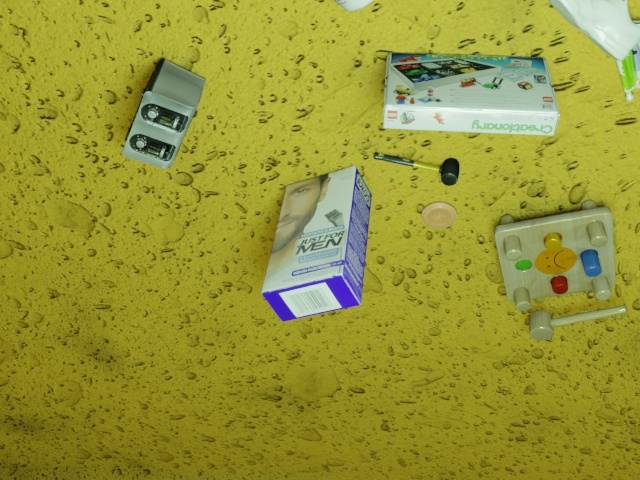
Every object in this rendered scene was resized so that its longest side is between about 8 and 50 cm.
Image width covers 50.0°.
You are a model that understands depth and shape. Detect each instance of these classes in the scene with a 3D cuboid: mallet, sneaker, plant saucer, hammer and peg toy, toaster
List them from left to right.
[{"bbox_3d":[-0.321,-0.261,1.406,0.110,0.185,0.168,22,126,-17],"label":"toaster"},{"bbox_3d":[0.214,-0.172,1.510,0.190,0.062,0.039,18,135,11],"label":"mallet"},{"bbox_3d":[0.281,-0.058,1.623,0.084,0.013,0.083,4,136,4],"label":"plant saucer"},{"bbox_3d":[0.571,0.074,1.633,0.266,0.127,0.361,-11,132,16],"label":"hammer and peg toy"},{"bbox_3d":[0.484,-0.414,1.206,0.212,0.080,0.094,32,111,-19],"label":"sneaker"}]

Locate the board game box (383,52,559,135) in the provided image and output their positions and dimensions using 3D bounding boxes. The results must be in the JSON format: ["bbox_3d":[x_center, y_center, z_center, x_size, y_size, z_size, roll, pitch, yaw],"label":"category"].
[{"bbox_3d":[0.272,-0.277,1.278,0.306,0.193,0.053,4,135,6],"label":"board game box"}]

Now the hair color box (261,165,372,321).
[{"bbox_3d":[0.000,0.000,1.491,0.185,0.338,0.110,-14,129,22],"label":"hair color box"}]

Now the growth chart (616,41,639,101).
[{"bbox_3d":[0.653,-0.369,1.252,0.237,0.021,0.172,-22,127,26],"label":"growth chart"}]

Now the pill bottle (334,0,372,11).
[{"bbox_3d":[-0.011,-0.523,1.092,0.302,0.169,0.169,34,130,-24],"label":"pill bottle"}]
